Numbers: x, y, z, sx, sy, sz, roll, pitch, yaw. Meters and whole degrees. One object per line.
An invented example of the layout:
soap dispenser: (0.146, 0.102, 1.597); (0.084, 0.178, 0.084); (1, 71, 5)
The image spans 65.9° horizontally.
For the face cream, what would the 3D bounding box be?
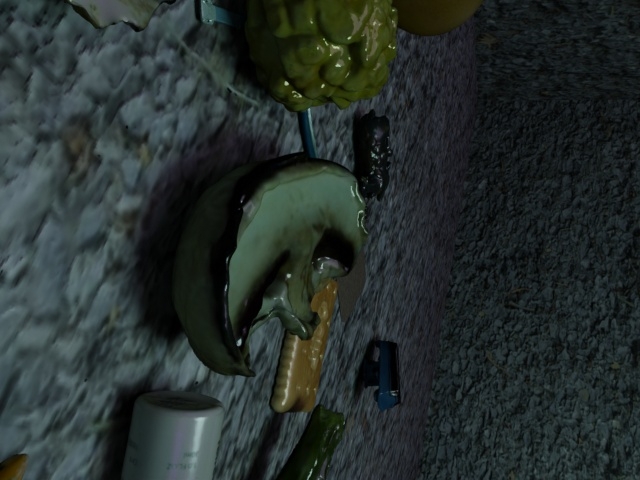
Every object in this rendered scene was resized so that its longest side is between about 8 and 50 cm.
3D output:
face cream: (-0.162, 0.311, 0.478); (0.092, 0.092, 0.311); (25, 73, -67)

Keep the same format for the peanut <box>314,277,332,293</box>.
peanut: (0.000, 0.000, 0.807); (0.214, 0.100, 0.099); (-59, 148, -34)

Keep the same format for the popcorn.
popcorn: (0.004, -0.272, 0.611); (0.235, 0.181, 0.216); (-50, 138, -74)

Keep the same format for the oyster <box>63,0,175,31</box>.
oyster: (-0.173, -0.251, 0.319); (0.214, 0.083, 0.222); (-44, 141, -53)

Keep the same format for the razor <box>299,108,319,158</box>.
razor: (-0.011, -0.172, 0.794); (0.068, 0.037, 0.191); (-126, -163, -53)

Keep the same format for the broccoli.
broccoli: (-0.038, 0.373, 0.701); (0.304, 0.146, 0.164); (-60, 144, -41)

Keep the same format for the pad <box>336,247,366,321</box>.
pad: (0.065, 0.034, 1.076); (0.176, 0.002, 0.266); (-54, 143, -51)

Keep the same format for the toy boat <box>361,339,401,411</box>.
toy boat: (0.152, 0.332, 1.252); (0.223, 0.097, 0.100); (-78, 160, -60)

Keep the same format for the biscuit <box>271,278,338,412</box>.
biscuit: (-0.020, 0.174, 0.868); (0.160, 0.030, 0.249); (44, 55, -63)

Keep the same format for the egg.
egg: (0.222, -0.545, 0.984); (0.322, 0.250, 0.250); (1, 95, -73)

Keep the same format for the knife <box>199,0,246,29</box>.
knife: (-0.111, -0.255, 0.562); (0.096, 0.010, 0.027); (-35, 127, -65)

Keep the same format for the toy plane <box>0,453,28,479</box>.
toy plane: (-0.262, 0.239, 0.216); (0.316, 0.103, 0.204); (-71, 157, -46)

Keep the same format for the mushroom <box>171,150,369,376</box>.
mushroom: (-0.058, 0.018, 0.600); (0.344, 0.130, 0.247); (-48, 137, -49)

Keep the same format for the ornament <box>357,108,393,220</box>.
ornament: (0.081, -0.144, 0.969); (0.236, 0.080, 0.202); (-42, 135, -58)
